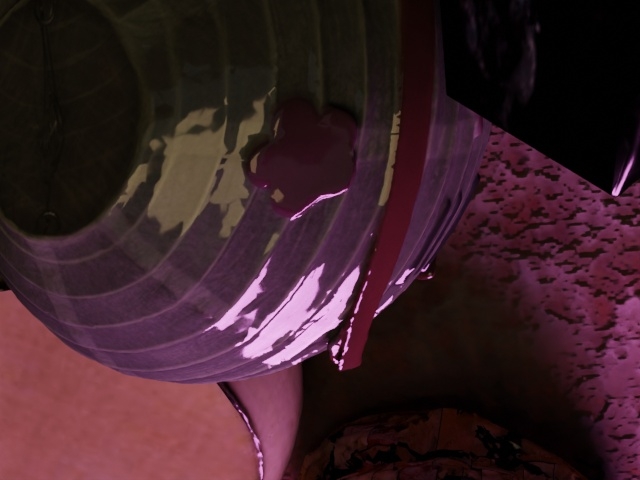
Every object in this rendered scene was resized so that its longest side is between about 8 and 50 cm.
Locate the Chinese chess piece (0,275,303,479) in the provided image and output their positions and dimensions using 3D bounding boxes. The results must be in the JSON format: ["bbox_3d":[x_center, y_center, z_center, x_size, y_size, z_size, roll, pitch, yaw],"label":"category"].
[{"bbox_3d":[-0.134,0.084,0.860,0.249,0.103,0.250,7,128,9],"label":"Chinese chess piece"}]

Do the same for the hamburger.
[{"bbox_3d":[0.086,0.195,0.887,0.231,0.107,0.231,4,125,6],"label":"hamburger"}]

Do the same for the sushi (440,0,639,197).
[{"bbox_3d":[0.181,-0.147,0.493,0.227,0.212,0.215,-25,127,-24],"label":"sushi"}]

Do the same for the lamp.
[{"bbox_3d":[-0.036,-0.064,0.655,0.233,0.233,0.265,12,110,5],"label":"lamp"}]
